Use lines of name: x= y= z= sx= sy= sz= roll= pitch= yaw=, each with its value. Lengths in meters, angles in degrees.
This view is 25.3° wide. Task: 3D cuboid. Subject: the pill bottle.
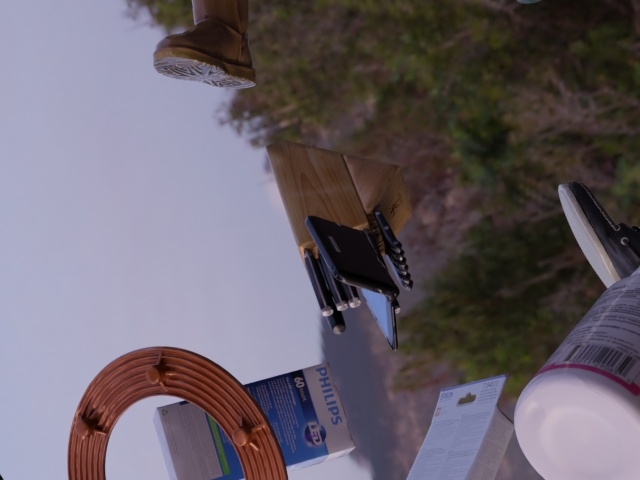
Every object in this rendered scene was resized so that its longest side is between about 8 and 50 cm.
pill bottle: x=0.334 y=0.135 z=1.490 sx=0.283 sy=0.160 sz=0.160 roll=-40 pitch=-63 yaw=-43

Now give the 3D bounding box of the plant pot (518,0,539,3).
plant pot: x=0.415 y=-0.415 z=1.608 sx=0.341 sy=0.334 sz=0.341 roll=-41 pitch=-42 yaw=-52

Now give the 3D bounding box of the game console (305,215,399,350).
game console: x=0.031 y=0.043 z=1.452 sx=0.107 sy=0.071 sz=0.122 roll=17 pitch=-157 yaw=-27

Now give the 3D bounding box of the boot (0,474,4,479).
boot: x=-0.580 y=0.172 z=1.502 sx=0.146 sy=0.367 sz=0.445 roll=-79 pitch=-24 yaw=-45

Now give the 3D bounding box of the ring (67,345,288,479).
ring: x=-0.181 y=0.294 z=1.702 sx=0.032 sy=0.336 sz=0.337 roll=-12 pitch=-99 yaw=-58

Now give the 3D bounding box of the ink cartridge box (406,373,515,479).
ink cartridge box: x=0.196 y=0.309 z=2.036 sx=0.045 sy=0.224 sz=0.223 roll=29 pitch=161 yaw=-13

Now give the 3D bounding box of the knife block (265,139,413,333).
knife block: x=0.000 y=0.000 z=1.810 sx=0.242 sy=0.275 sz=0.088 roll=-53 pitch=-37 yaw=-32

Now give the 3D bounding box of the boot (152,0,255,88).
boot: x=-0.172 y=-0.365 z=2.045 sx=0.236 sy=0.089 sz=0.270 roll=7 pitch=-101 yaw=-68

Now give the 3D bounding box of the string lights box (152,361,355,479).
string lights box: x=-0.095 y=0.274 z=2.034 sx=0.077 sy=0.259 sz=0.133 roll=120 pitch=135 yaw=-67

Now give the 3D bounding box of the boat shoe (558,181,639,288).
boat shoe: x=0.503 y=0.036 z=2.265 sx=0.340 sy=0.113 sz=0.127 roll=60 pitch=180 yaw=19
